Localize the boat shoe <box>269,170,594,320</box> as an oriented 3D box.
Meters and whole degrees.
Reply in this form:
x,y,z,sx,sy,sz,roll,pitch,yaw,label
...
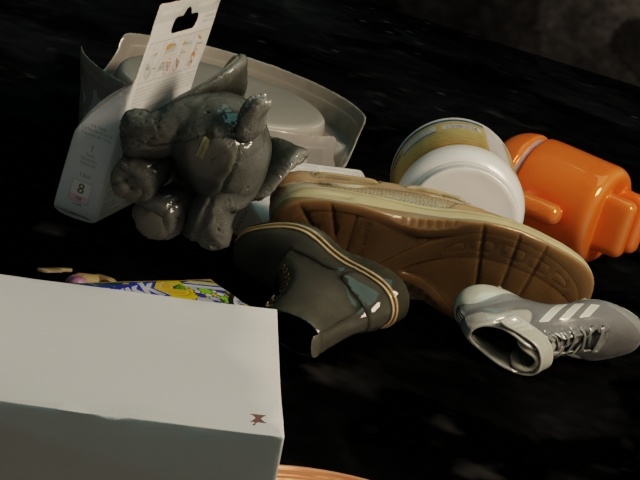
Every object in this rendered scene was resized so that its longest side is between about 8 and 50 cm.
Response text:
x,y,z,sx,sy,sz,roll,pitch,yaw,label
0.114,-0.003,1.856,0.341,0.121,0.110,16,28,-11,boat shoe

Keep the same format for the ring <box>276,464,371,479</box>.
x,y,z,sx,sy,sz,roll,pitch,yaw,label
0.029,0.239,1.196,0.336,0.032,0.336,15,17,-5,ring

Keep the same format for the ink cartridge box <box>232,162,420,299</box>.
x,y,z,sx,sy,sz,roll,pitch,yaw,label
0.000,0.000,1.937,0.181,0.056,0.224,7,38,-31,ink cartridge box

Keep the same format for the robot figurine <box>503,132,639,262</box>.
x,y,z,sx,sy,sz,roll,pitch,yaw,label
0.289,-0.053,2.220,0.219,0.128,0.158,26,58,27,robot figurine

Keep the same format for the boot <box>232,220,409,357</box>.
x,y,z,sx,sy,sz,roll,pitch,yaw,label
-0.035,0.044,1.706,0.198,0.077,0.137,17,27,36,boot

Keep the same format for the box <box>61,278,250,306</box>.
x,y,z,sx,sy,sz,roll,pitch,yaw,label
-0.144,0.069,1.530,0.169,0.054,0.059,0,23,-45,box

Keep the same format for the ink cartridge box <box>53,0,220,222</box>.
x,y,z,sx,sy,sz,roll,pitch,yaw,label
-0.185,-0.146,1.866,0.066,0.232,0.189,18,16,12,ink cartridge box

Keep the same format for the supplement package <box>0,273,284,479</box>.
x,y,z,sx,sy,sz,roll,pitch,yaw,label
-0.129,0.144,0.986,0.194,0.203,0.149,8,23,-6,supplement package

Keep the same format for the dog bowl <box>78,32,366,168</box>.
x,y,z,sx,sy,sz,roll,pitch,yaw,label
-0.124,-0.139,2.137,0.349,0.102,0.349,15,16,-4,dog bowl

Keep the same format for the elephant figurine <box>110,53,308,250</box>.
x,y,z,sx,sy,sz,roll,pitch,yaw,label
-0.101,-0.102,1.827,0.186,0.169,0.239,9,22,17,elephant figurine

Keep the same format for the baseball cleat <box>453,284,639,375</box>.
x,y,z,sx,sy,sz,roll,pitch,yaw,label
0.230,0.101,1.799,0.206,0.072,0.109,8,32,-13,baseball cleat

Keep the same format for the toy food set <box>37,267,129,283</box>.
x,y,z,sx,sy,sz,roll,pitch,yaw,label
-0.184,0.045,1.600,0.122,0.019,0.078,12,4,20,toy food set

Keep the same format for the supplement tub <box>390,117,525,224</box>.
x,y,z,sx,sy,sz,roll,pitch,yaw,label
0.151,-0.048,2.033,0.144,0.144,0.199,16,16,-4,supplement tub
